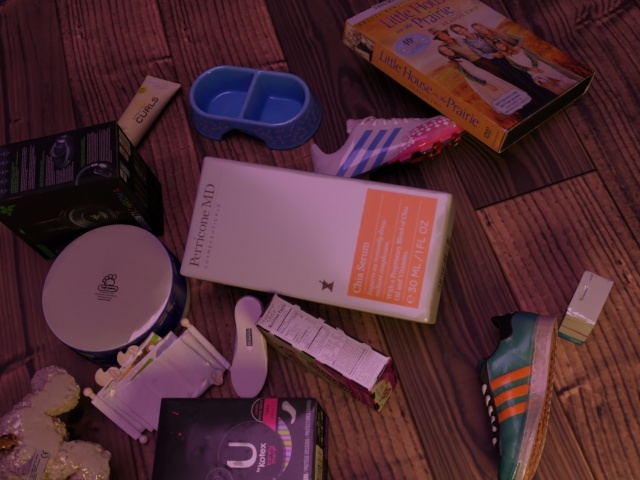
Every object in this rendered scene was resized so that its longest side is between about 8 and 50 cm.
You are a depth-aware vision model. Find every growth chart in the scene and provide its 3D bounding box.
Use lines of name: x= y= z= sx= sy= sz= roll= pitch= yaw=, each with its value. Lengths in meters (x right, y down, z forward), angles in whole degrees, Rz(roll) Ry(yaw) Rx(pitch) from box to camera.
growth chart: x=-0.291 y=0.252 z=1.347 sx=0.237 sy=0.021 sz=0.172 roll=-38 pitch=100 yaw=-7

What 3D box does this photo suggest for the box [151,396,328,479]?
box: x=-0.129 y=0.358 z=1.248 sx=0.271 sy=0.143 sz=0.165 roll=-3 pitch=64 yaw=9

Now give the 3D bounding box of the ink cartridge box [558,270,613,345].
ink cartridge box: x=0.451 y=0.117 z=1.273 sx=0.052 sy=0.122 sz=0.088 roll=24 pitch=71 yaw=20

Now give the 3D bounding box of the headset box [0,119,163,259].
headset box: x=-0.486 y=-0.090 z=1.463 sx=0.283 sy=0.246 sz=0.131 roll=-11 pitch=63 yaw=4

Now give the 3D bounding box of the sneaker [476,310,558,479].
sneaker: x=0.318 y=0.264 z=1.247 sx=0.121 sy=0.108 sz=0.302 roll=5 pitch=66 yaw=27

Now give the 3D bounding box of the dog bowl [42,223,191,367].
dog bowl: x=-0.391 y=0.105 z=1.435 sx=0.265 sy=0.104 sz=0.264 roll=-4 pitch=65 yaw=8

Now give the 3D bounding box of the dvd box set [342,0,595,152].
dvd box set: x=0.298 y=-0.374 z=1.513 sx=0.308 sy=0.062 sz=0.420 roll=-33 pitch=62 yaw=-30

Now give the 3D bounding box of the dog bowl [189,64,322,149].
dog bowl: x=-0.146 y=-0.293 z=1.598 sx=0.298 sy=0.074 sz=0.165 roll=11 pitch=67 yaw=14

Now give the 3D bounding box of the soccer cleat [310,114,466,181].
soccer cleat: x=0.134 y=-0.203 z=1.473 sx=0.331 sy=0.116 sz=0.143 roll=-25 pitch=81 yaw=-1

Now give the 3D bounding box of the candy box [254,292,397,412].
candy box: x=0.013 y=0.197 z=1.291 sx=0.234 sy=0.159 sz=0.071 roll=28 pitch=72 yaw=21

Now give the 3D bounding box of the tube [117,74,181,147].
tube: x=-0.406 y=-0.269 z=1.642 sx=0.070 sy=0.062 sz=0.240 roll=37 pitch=65 yaw=-19

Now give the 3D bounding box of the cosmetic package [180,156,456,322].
cosmetic package: x=0.000 y=0.000 z=1.354 sx=0.454 sy=0.161 sz=0.229 roll=9 pitch=85 yaw=14

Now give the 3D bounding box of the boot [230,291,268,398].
boot: x=-0.125 y=0.191 z=1.375 sx=0.069 sy=0.086 sz=0.189 roll=4 pitch=94 yaw=3

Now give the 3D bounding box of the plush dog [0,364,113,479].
plush dog: x=-0.509 y=0.380 z=1.277 sx=0.262 sy=0.211 sz=0.225 roll=55 pitch=128 yaw=22
